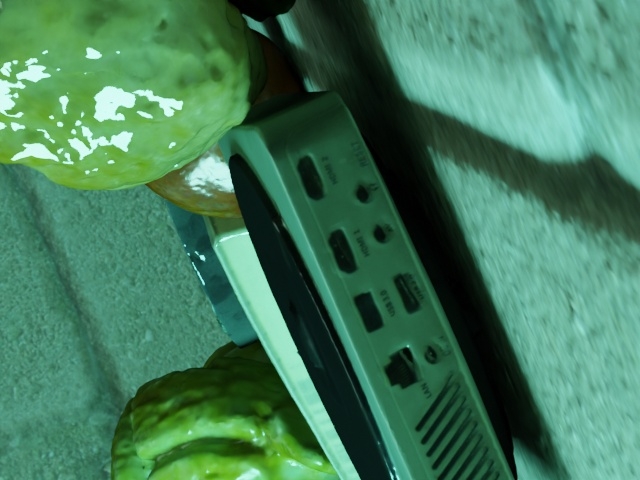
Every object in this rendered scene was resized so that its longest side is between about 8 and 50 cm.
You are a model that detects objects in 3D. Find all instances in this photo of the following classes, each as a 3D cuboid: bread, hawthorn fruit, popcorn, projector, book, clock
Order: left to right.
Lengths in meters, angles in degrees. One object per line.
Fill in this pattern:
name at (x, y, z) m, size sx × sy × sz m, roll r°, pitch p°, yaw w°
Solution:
bread at (-0.140, -0.118, 0.946) m, size 0.244 × 0.134 × 0.244 m, roll 40°, pitch -177°, yaw -2°
clock at (-0.101, -0.055, 1.749) m, size 0.312 × 0.061 × 0.313 m, roll -22°, pitch -90°, yaw -87°
hawthorn fruit at (-0.058, -0.074, 1.239) m, size 0.125 × 0.140 × 0.125 m, roll -174°, pitch 90°, yaw -76°
popcorn at (-0.051, 0.205, 1.783) m, size 0.276 × 0.225 × 0.276 m, roll 42°, pitch -158°, yaw -21°
book at (-0.041, 0.008, 1.502) m, size 0.371 × 0.043 × 0.260 m, roll 66°, pitch -176°, yaw -51°
projector at (0.031, 0.045, 1.019) m, size 0.259 × 0.079 × 0.257 m, roll -152°, pitch 37°, yaw -81°

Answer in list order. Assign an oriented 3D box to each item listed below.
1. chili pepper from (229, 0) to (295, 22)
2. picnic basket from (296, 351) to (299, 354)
chili pepper at (-0.073, -0.213, 1.024) m, size 0.216 × 0.062 × 0.108 m, roll 65°, pitch -166°, yaw -3°
picnic basket at (0.033, 0.075, 1.234) m, size 0.083 × 0.065 × 0.083 m, roll 46°, pitch 173°, yaw 20°
